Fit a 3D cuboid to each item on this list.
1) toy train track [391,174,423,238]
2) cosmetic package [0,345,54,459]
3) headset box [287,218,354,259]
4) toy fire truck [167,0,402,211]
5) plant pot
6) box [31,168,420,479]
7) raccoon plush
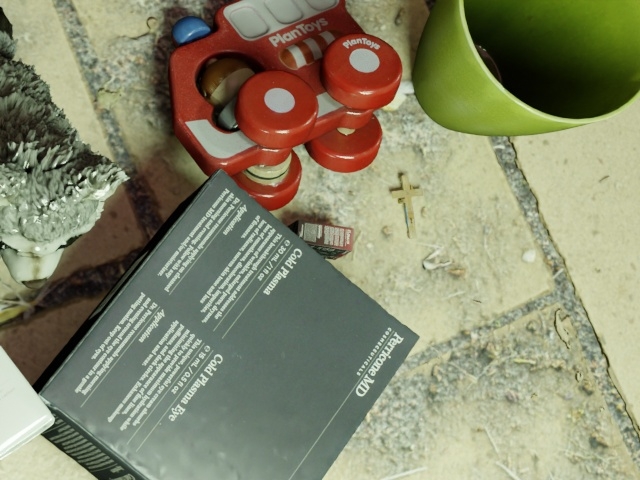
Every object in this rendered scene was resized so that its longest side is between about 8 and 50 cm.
[{"bbox_3d":[0.113,-0.043,2.007,0.048,0.014,0.083,-6,86,-29],"label":"toy train track"},{"bbox_3d":[-0.474,0.090,1.642,0.156,0.217,0.385,-36,94,-24],"label":"cosmetic package"},{"bbox_3d":[0.000,0.000,1.926,0.083,0.062,0.032,8,76,-18],"label":"headset box"},{"bbox_3d":[-0.058,-0.200,1.913,0.302,0.169,0.254,-26,64,-25],"label":"toy fire truck"},{"bbox_3d":[0.239,-0.242,1.946,0.275,0.293,0.274,4,77,-20],"label":"plant pot"},{"bbox_3d":[-0.120,0.156,1.781,0.312,0.179,0.343,41,68,-7],"label":"box"},{"bbox_3d":[-0.375,-0.158,1.687,0.216,0.299,0.446,-25,88,-24],"label":"raccoon plush"}]
